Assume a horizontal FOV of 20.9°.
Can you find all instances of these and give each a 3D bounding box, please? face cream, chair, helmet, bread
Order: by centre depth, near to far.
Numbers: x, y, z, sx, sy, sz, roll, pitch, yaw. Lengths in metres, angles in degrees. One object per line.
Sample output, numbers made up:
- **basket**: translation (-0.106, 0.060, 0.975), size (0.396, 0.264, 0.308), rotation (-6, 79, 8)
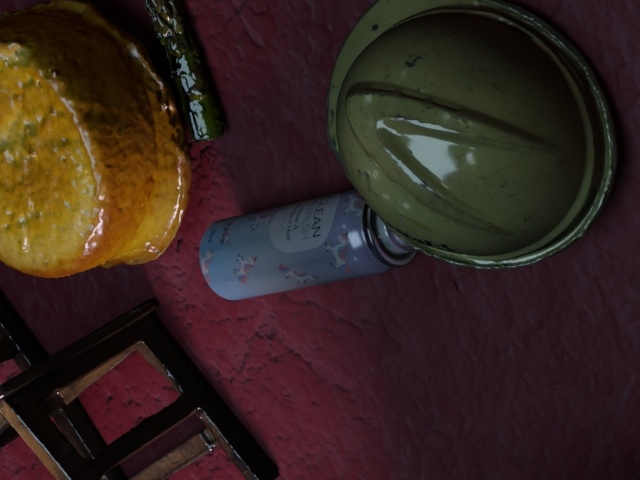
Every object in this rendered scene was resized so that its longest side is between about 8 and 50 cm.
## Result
- **helmet**: translation (0.080, -0.084, 1.284), size (0.257, 0.137, 0.204), rotation (29, 108, 26)
- **face cream**: translation (0.000, 0.000, 1.461), size (0.229, 0.075, 0.075), rotation (-12, 101, 42)
- **bread**: translation (-0.234, -0.090, 1.568), size (0.268, 0.145, 0.268), rotation (16, 119, 31)
- **chair**: translation (-0.275, 0.139, 1.676), size (0.416, 0.203, 0.240), rotation (55, 138, 4)

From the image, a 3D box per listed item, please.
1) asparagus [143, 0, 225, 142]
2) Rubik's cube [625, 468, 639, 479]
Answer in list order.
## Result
- **asparagus**: translation (-0.124, -0.166, 1.518), size (0.036, 0.030, 0.165), rotation (-8, 105, 56)
- **Rubik's cube**: translation (0.188, 0.437, 1.309), size (0.344, 0.347, 0.346), rotation (50, 132, 17)
